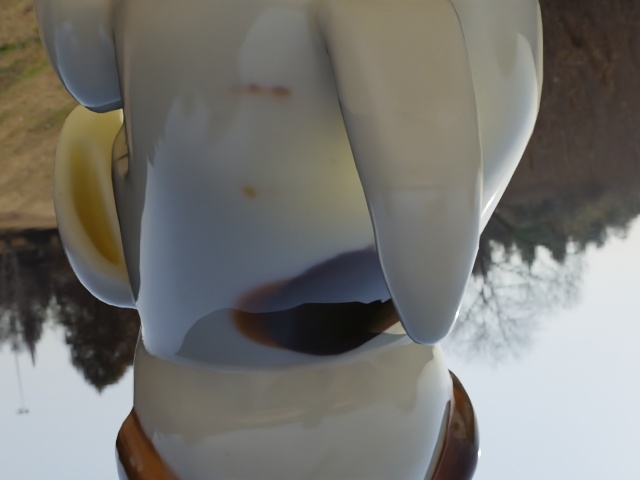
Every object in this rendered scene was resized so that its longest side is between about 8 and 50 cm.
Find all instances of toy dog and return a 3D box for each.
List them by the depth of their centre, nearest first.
[{"bbox_3d":[0.000,0.000,0.564,0.285,0.407,0.395,-14,-143,-24],"label":"toy dog"}]
